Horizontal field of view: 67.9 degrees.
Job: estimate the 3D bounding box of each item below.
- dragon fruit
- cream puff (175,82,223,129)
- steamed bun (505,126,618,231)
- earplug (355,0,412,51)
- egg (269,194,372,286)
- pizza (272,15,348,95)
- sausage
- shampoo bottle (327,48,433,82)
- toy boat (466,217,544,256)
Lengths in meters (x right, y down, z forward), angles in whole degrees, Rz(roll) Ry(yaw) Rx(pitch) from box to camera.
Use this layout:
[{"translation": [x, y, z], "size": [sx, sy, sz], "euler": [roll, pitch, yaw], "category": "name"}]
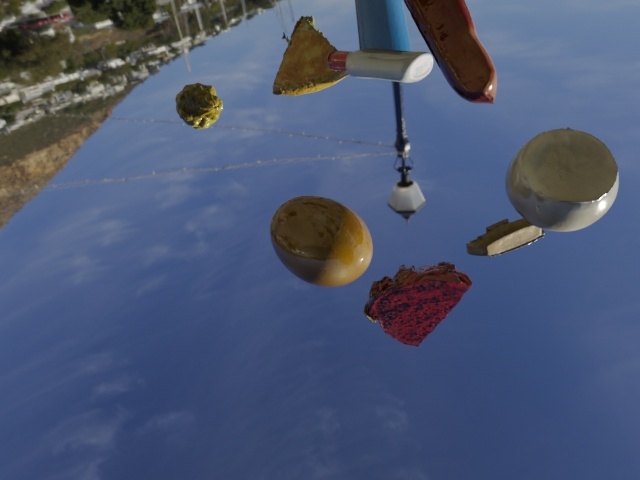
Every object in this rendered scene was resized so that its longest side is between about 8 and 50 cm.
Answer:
[{"translation": [0.227, 0.127, 1.248], "size": [0.205, 0.317, 0.152], "euler": [14, -132, -11], "category": "dragon fruit"}, {"translation": [-0.362, -0.398, 1.402], "size": [0.146, 0.146, 0.116], "euler": [-12, -168, -1], "category": "cream puff"}, {"translation": [0.736, -0.176, 1.471], "size": [0.325, 0.206, 0.324], "euler": [-3, -117, 6], "category": "steamed bun"}, {"translation": [0.145, -0.581, 1.181], "size": [0.133, 0.272, 0.132], "euler": [-10, -172, 1], "category": "earplug"}, {"translation": [0.000, 0.000, 1.543], "size": [0.351, 0.282, 0.282], "euler": [32, -136, 6], "category": "egg"}, {"translation": [-0.026, -0.623, 1.579], "size": [0.280, 0.075, 0.287], "euler": [-6, -105, 12], "category": "pizza"}, {"translation": [0.202, -0.350, 0.771], "size": [0.083, 0.300, 0.089], "euler": [-26, -179, 13], "category": "sausage"}, {"translation": [0.109, -0.357, 0.960], "size": [0.221, 0.051, 0.108], "euler": [21, -136, 36], "category": "shampoo bottle"}, {"translation": [0.679, -0.021, 1.757], "size": [0.321, 0.089, 0.121], "euler": [-21, -152, -12], "category": "toy boat"}]
